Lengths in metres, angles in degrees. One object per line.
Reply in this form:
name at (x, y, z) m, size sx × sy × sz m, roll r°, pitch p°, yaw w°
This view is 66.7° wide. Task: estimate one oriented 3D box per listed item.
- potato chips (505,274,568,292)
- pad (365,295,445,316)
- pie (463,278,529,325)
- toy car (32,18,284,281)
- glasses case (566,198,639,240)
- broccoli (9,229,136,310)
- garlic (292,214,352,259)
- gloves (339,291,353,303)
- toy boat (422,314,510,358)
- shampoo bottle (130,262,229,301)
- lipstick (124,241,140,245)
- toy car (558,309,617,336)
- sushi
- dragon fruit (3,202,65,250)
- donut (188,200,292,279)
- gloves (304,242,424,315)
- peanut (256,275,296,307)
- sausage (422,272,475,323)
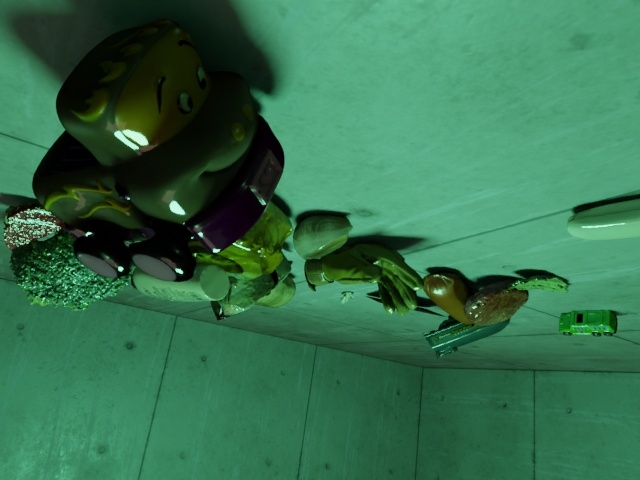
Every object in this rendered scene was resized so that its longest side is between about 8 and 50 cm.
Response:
potato chips at (0.571, 0.115, 1.238) m, size 0.208 × 0.028 × 0.092 m, roll 8°, pitch 155°, yaw -25°
pad at (0.317, 0.203, 1.590) m, size 0.250 × 0.055 × 0.323 m, roll 14°, pitch 161°, yaw -17°
pie at (0.479, 0.173, 1.322) m, size 0.183 × 0.049 × 0.182 m, roll -10°, pitch 139°, yaw -9°
toy car at (-0.226, -0.116, 0.607) m, size 0.341 × 0.271 × 0.240 m, roll -2°, pitch 141°, yaw 31°
glasses case at (0.514, -0.035, 0.795) m, size 0.204 × 0.051 × 0.081 m, roll -10°, pitch 153°, yaw 44°
broccoli at (-0.717, 0.073, 1.434) m, size 0.353 × 0.274 × 0.397 m, roll 23°, pitch 170°, yaw -37°
garlic at (-0.011, -0.003, 1.080) m, size 0.102 × 0.086 × 0.195 m, roll 1°, pitch 162°, yaw -19°
gloves at (0.088, 0.204, 1.716) m, size 0.044 × 0.037 × 0.081 m, roll -24°, pitch 172°, yaw -46°
toy boat at (0.483, 0.272, 1.580) m, size 0.296 × 0.122 × 0.114 m, roll -30°, pitch 152°, yaw 20°
shampoo bottle at (-0.304, 0.084, 1.003) m, size 0.257 × 0.078 × 0.127 m, roll -3°, pitch 154°, yaw 35°
lipstick at (-0.354, 0.011, 1.275) m, size 0.372 × 0.076 × 0.080 m, roll 20°, pitch 157°, yaw -30°
toy car at (0.820, 0.253, 1.501) m, size 0.165 × 0.071 × 0.062 m, roll -10°, pitch 139°, yaw 44°
sushi at (-0.144, 0.086, 1.206) m, size 0.273 × 0.134 × 0.109 m, roll -19°, pitch 176°, yaw -40°
dragon fruit at (-0.742, -0.060, 1.242) m, size 0.162 × 0.083 × 0.106 m, roll -23°, pitch 142°, yaw -11°
donut at (-0.219, -0.008, 1.032) m, size 0.330 × 0.159 × 0.330 m, roll 4°, pitch 167°, yaw 1°
gloves at (0.108, 0.076, 1.176) m, size 0.331 × 0.141 × 0.154 m, roll 6°, pitch 138°, yaw 39°
peanut at (-0.164, 0.144, 1.523) m, size 0.129 × 0.129 × 0.224 m, roll -2°, pitch 168°, yaw 28°
sausage at (0.388, 0.170, 1.397) m, size 0.097 × 0.093 × 0.348 m, roll -5°, pitch 157°, yaw 33°
